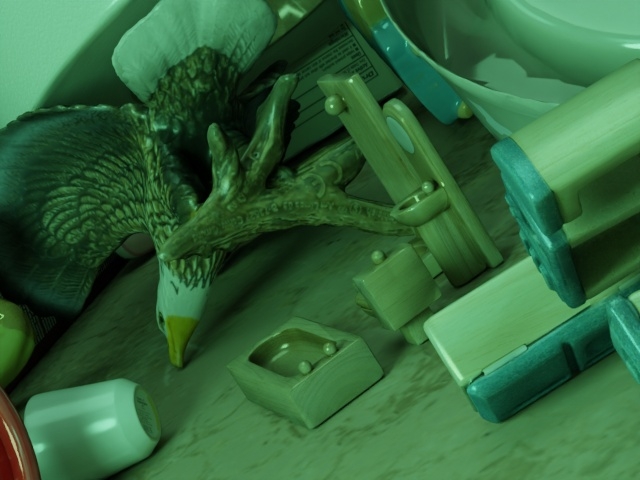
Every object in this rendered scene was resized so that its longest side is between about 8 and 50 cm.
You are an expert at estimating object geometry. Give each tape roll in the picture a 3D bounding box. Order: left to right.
[{"bbox_3d":[-0.066,-0.186,1.389,0.392,0.072,0.392,-35,-11,-7],"label":"tape roll"}]

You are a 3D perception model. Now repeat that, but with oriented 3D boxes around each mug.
[{"bbox_3d":[-0.126,0.105,1.148,0.064,0.062,0.078,-20,23,15],"label":"mug"}]

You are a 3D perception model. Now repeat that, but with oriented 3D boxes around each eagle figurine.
[{"bbox_3d":[-0.094,-0.030,1.287,0.225,0.226,0.298,-56,23,-9],"label":"eagle figurine"}]

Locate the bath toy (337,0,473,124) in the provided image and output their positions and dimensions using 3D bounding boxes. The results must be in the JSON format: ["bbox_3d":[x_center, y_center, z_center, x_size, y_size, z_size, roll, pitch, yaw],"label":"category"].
[{"bbox_3d":[0.184,-0.230,1.421,0.348,0.151,0.129,-31,29,-3],"label":"bath toy"}]

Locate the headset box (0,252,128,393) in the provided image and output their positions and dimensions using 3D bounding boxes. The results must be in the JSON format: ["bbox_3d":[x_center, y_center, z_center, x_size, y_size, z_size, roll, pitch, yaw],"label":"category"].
[{"bbox_3d":[-0.310,0.041,1.568,0.218,0.110,0.293,-9,23,25],"label":"headset box"}]

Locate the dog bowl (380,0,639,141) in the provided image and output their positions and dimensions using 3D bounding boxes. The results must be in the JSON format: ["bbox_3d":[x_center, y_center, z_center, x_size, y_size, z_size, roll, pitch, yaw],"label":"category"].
[{"bbox_3d":[0.203,-0.155,0.956,0.349,0.102,0.348,-15,45,15],"label":"dog bowl"}]

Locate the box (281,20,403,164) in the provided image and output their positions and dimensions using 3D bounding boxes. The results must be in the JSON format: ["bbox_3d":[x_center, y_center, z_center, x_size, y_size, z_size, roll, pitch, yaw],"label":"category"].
[{"bbox_3d":[-0.058,-0.190,1.647,0.149,0.232,0.127,-32,11,1],"label":"box"}]

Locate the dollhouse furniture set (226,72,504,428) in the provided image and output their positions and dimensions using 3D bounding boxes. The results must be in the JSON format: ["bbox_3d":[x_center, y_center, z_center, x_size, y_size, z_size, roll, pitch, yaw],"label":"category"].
[{"bbox_3d":[0.000,0.000,1.089,0.151,0.123,0.144,-36,14,-13],"label":"dollhouse furniture set"}]

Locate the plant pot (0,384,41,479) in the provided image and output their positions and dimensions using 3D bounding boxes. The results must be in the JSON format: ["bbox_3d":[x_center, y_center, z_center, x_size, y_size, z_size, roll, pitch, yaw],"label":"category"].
[{"bbox_3d":[-0.268,0.151,1.041,0.174,0.191,0.191,-30,12,43],"label":"plant pot"}]

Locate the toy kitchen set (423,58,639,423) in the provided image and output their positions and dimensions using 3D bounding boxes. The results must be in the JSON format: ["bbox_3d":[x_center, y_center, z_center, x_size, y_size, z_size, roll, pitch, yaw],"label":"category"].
[{"bbox_3d":[0.121,0.051,0.781,0.122,0.166,0.207,-32,-23,1],"label":"toy kitchen set"}]

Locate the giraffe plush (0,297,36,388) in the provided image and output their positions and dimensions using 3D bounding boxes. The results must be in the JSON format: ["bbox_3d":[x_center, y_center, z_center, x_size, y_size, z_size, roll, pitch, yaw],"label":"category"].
[{"bbox_3d":[-0.275,0.090,1.340,0.181,0.210,0.170,-10,-5,-5],"label":"giraffe plush"}]

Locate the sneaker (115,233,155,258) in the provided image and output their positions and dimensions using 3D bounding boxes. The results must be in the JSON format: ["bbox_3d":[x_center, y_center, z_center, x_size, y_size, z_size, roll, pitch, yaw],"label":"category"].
[{"bbox_3d":[-0.117,-0.036,1.630,0.070,0.051,0.134,-27,9,42],"label":"sneaker"}]
